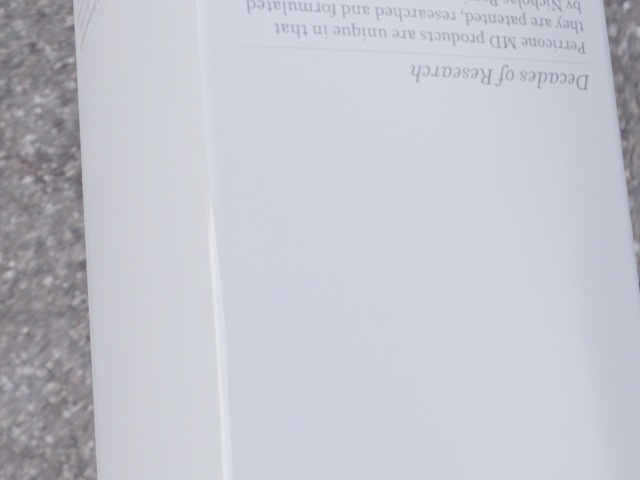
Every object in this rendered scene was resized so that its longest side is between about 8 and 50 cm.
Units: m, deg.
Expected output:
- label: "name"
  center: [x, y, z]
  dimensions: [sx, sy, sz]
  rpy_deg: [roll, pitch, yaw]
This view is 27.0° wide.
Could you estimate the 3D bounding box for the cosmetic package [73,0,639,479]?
- label: "cosmetic package"
  center: [0.000, 0.000, 0.489]
  dimensions: [0.155, 0.197, 0.366]
  rpy_deg: [-2, 80, -22]
